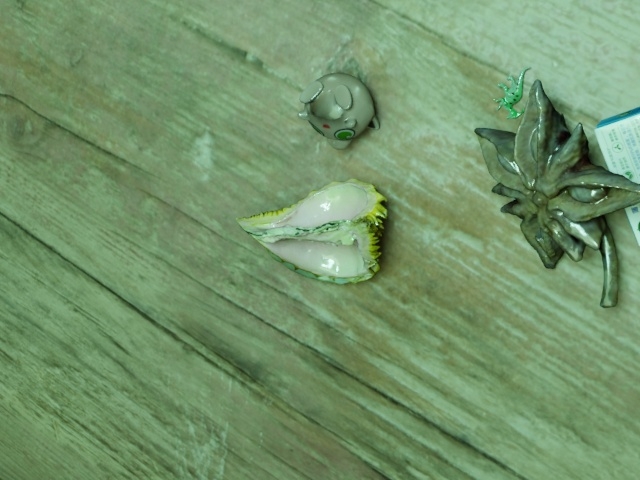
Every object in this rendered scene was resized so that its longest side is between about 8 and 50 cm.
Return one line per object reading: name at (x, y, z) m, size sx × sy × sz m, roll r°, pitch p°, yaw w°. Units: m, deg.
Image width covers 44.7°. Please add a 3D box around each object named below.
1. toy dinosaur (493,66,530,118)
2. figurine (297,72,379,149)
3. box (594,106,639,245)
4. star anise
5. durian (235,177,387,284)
toy dinosaur at (0.311, -0.230, 1.237) m, size 0.083 × 0.021 × 0.062 m, roll -30°, pitch 101°, yaw 37°
figurine at (0.031, -0.224, 1.331) m, size 0.125 × 0.138 × 0.125 m, roll -5°, pitch 74°, yaw 17°
box at (0.509, -0.106, 1.147) m, size 0.139 × 0.073 × 0.194 m, roll -19°, pitch 100°, yaw 33°
star anise at (0.370, -0.073, 1.203) m, size 0.349 × 0.109 × 0.292 m, roll 51°, pitch 164°, yaw 22°
durian at (0.013, 0.006, 1.422) m, size 0.305 × 0.185 × 0.195 m, roll -9°, pitch 124°, yaw 35°
